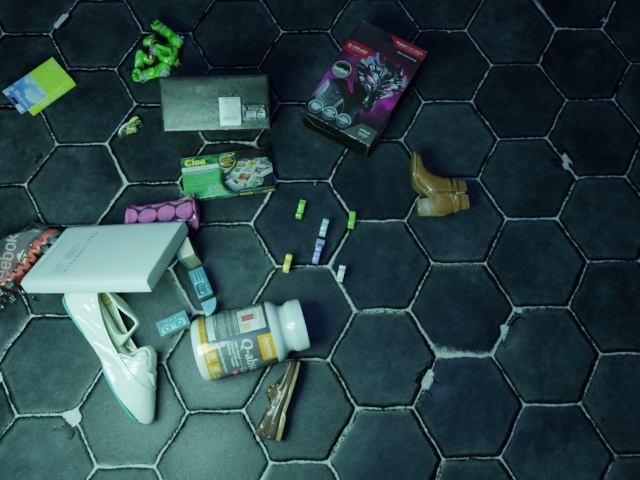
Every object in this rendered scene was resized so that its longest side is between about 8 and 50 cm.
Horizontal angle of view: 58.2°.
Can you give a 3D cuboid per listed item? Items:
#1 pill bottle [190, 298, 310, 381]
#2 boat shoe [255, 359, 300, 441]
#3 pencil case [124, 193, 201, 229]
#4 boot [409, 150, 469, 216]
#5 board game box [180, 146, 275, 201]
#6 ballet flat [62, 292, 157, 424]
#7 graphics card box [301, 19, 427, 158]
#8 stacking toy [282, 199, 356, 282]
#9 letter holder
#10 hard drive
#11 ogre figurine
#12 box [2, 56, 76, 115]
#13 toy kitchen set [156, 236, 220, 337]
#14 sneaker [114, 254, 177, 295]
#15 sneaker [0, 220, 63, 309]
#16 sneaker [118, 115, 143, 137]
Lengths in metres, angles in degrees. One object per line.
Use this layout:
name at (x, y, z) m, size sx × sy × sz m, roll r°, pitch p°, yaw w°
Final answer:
pill bottle at (-0.175, 0.245, 1.459) m, size 0.279 × 0.162 × 0.162 m, roll -14°, pitch 74°, yaw -5°
boat shoe at (-0.108, 0.399, 1.458) m, size 0.073 × 0.073 × 0.206 m, roll 16°, pitch 73°, yaw 2°
pencil case at (-0.436, -0.067, 1.587) m, size 0.209 × 0.095 × 0.098 m, roll -9°, pitch 94°, yaw -3°
boot at (0.337, -0.165, 1.639) m, size 0.153 × 0.073 × 0.197 m, roll -8°, pitch 85°, yaw -2°
board game box at (-0.266, -0.189, 1.659) m, size 0.260 × 0.030 × 0.136 m, roll -8°, pitch 76°, yaw -3°
ballet flat at (-0.491, 0.263, 1.430) m, size 0.139 × 0.139 × 0.400 m, roll -31°, pitch 87°, yaw -10°
graphics card box at (0.131, -0.454, 1.711) m, size 0.233 × 0.094 × 0.370 m, roll 30°, pitch 76°, yaw 8°
stacking toy at (0.000, 0.000, 1.593) m, size 0.167 × 0.052 × 0.221 m, roll 12°, pitch 73°, yaw 3°
letter holder at (-0.292, -0.401, 1.675) m, size 0.302 × 0.214 × 0.152 m, roll -2°, pitch 105°, yaw -2°
hard drive at (-0.537, 0.040, 1.451) m, size 0.353 × 0.047 × 0.233 m, roll -2°, pitch 38°, yaw 17°
ogre figurine at (-0.487, -0.563, 1.736) m, size 0.118 × 0.097 × 0.197 m, roll 18°, pitch 62°, yaw 17°
box at (-0.841, -0.457, 1.724) m, size 0.178 × 0.042 × 0.109 m, roll -41°, pitch 77°, yaw -12°
toy kitchen set at (-0.376, 0.126, 1.512) m, size 0.166 × 0.122 × 0.207 m, roll -24°, pitch 75°, yaw -8°
sneaker at (-0.503, 0.039, 1.547) m, size 0.283 × 0.110 × 0.122 m, roll -31°, pitch 73°, yaw -10°
sneaker at (-0.821, 0.059, 1.541) m, size 0.135 × 0.097 × 0.276 m, roll 34°, pitch 74°, yaw 9°
sneaker at (-0.559, -0.330, 1.695) m, size 0.035 × 0.031 × 0.083 m, roll 39°, pitch 77°, yaw 10°
